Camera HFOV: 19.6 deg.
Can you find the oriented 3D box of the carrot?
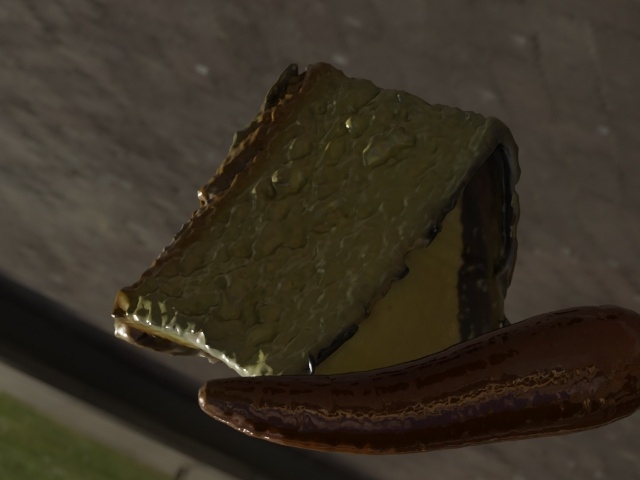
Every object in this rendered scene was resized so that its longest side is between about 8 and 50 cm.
[{"bbox_3d":[0.038,0.041,0.509,0.142,0.035,0.035,-8,167,-9],"label":"carrot"}]

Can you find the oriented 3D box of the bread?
[{"bbox_3d":[0.000,0.000,0.772,0.127,0.152,0.147,13,-179,-45],"label":"bread"}]
